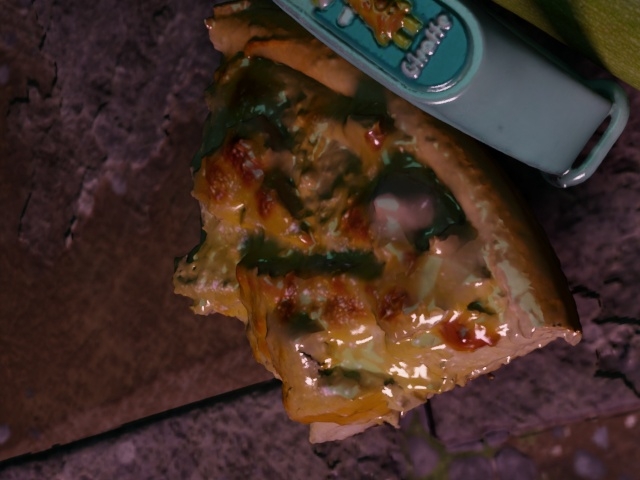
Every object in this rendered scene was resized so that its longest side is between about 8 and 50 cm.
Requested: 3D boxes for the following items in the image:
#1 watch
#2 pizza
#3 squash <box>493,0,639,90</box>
[{"bbox_3d":[0.060,-0.117,0.876,0.237,0.195,0.068,36,102,18],"label":"watch"},{"bbox_3d":[0.000,0.000,0.936,0.323,0.089,0.223,46,115,30],"label":"pizza"},{"bbox_3d":[0.146,-0.166,0.876,0.395,0.107,0.107,36,102,28],"label":"squash"}]
